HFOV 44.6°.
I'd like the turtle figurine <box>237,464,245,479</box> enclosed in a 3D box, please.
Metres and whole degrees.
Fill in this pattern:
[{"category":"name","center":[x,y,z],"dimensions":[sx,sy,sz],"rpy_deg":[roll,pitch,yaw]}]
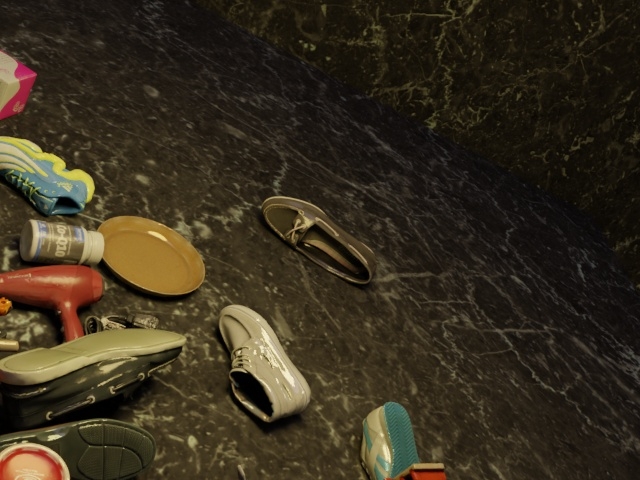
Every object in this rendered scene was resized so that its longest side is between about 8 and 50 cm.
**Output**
[{"category":"turtle figurine","center":[-0.152,0.466,0.929],"dimensions":[0.198,0.274,0.266],"rpy_deg":[-18,64,-38]}]

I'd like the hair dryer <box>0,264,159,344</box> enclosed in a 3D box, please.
[{"category":"hair dryer","center":[-0.424,0.127,1.336],"dimensions":[0.294,0.080,0.223],"rpy_deg":[30,28,-6]}]

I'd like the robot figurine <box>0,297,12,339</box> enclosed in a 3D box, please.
[{"category":"robot figurine","center":[-0.619,0.098,1.172],"dimensions":[0.291,0.085,0.211],"rpy_deg":[10,36,-36]}]

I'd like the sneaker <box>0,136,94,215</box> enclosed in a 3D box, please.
[{"category":"sneaker","center":[-0.572,-0.124,1.571],"dimensions":[0.240,0.091,0.126],"rpy_deg":[20,31,-25]}]

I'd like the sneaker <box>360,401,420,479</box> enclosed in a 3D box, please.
[{"category":"sneaker","center":[0.128,0.422,1.446],"dimensions":[0.087,0.092,0.228],"rpy_deg":[20,50,-29]}]

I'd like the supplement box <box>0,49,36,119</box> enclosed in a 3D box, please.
[{"category":"supplement box","center":[-0.771,-0.379,1.747],"dimensions":[0.220,0.114,0.111],"rpy_deg":[33,27,2]}]

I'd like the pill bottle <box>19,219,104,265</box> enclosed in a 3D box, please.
[{"category":"pill bottle","center":[-0.484,0.008,1.465],"dimensions":[0.137,0.078,0.078],"rpy_deg":[9,36,-38]}]

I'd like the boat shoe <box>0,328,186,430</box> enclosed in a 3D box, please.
[{"category":"boat shoe","center":[-0.343,0.214,1.214],"dimensions":[0.127,0.113,0.340],"rpy_deg":[7,8,27]}]

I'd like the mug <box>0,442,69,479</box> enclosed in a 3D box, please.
[{"category":"mug","center":[-0.389,0.338,0.936],"dimensions":[0.113,0.169,0.150],"rpy_deg":[47,30,23]}]

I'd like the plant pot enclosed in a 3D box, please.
[{"category":"plant pot","center":[-0.352,0.038,1.607],"dimensions":[0.236,0.032,0.236],"rpy_deg":[25,29,-14]}]

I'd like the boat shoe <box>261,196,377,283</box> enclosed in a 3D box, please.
[{"category":"boat shoe","center":[0.000,0.000,1.955],"dimensions":[0.335,0.112,0.095],"rpy_deg":[31,23,-12]}]

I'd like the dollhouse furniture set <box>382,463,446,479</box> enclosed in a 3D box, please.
[{"category":"dollhouse furniture set","center":[0.169,0.505,1.242],"dimensions":[0.262,0.135,0.259],"rpy_deg":[11,48,-34]}]

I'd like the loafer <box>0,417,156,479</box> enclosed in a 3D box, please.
[{"category":"loafer","center":[-0.369,0.297,1.114],"dimensions":[0.268,0.096,0.084],"rpy_deg":[8,-3,-40]}]

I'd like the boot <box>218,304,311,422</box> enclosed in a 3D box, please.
[{"category":"boot","center":[-0.131,0.226,1.465],"dimensions":[0.258,0.095,0.123],"rpy_deg":[46,23,21]}]

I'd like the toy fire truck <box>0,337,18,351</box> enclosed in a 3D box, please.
[{"category":"toy fire truck","center":[-0.506,0.174,0.992],"dimensions":[0.158,0.246,0.217],"rpy_deg":[46,30,23]}]
